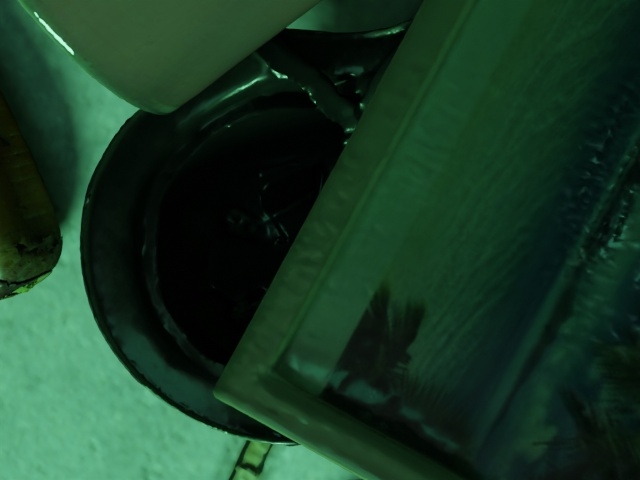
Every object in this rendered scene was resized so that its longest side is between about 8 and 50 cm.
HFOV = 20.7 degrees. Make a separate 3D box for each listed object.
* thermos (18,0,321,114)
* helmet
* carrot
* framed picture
[{"bbox_3d":[0.003,-0.184,0.568,0.265,0.146,0.176,-35,102,13],"label":"thermos"},{"bbox_3d":[0.010,0.001,0.665,0.177,0.107,0.153,-7,81,13],"label":"helmet"},{"bbox_3d":[-0.162,-0.051,0.779,0.055,0.055,0.161,-23,85,29],"label":"carrot"},{"bbox_3d":[0.134,-0.033,0.574,0.232,0.024,0.315,27,86,18],"label":"framed picture"}]
